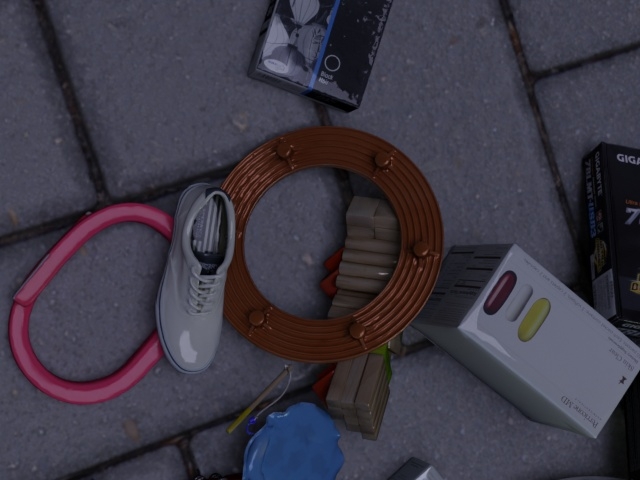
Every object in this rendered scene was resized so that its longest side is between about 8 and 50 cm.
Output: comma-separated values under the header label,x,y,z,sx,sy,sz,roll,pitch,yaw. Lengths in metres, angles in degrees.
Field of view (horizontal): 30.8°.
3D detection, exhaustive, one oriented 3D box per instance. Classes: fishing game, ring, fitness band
label,x,y,z,sx,sy,sz,roll,pitch,yaw
fishing game,-0.043,0.315,1.602,0.189,0.041,0.264,-48,123,-30
ring,0.000,0.000,1.591,0.337,0.032,0.336,-2,75,8
fitness band,-0.289,0.084,1.573,0.209,0.054,0.291,43,78,-14

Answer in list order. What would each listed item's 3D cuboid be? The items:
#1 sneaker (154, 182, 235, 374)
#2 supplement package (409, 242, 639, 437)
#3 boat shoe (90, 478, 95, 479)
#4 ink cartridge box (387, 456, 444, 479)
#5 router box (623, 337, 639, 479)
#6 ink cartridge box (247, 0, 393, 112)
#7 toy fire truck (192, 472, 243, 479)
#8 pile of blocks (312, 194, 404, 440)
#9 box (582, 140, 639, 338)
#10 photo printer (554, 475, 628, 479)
label,x,y,z,sx,sy,sz,roll,pitch,yaw
sneaker,-0.165,0.050,1.538,0.094,0.091,0.258,2,89,-20
supplement package,0.288,0.139,1.662,0.262,0.204,0.145,38,79,-13
boat shoe,-0.275,0.445,1.536,0.089,0.109,0.258,-24,93,-13
ink cartridge box,0.120,0.420,1.671,0.175,0.072,0.127,-40,100,-15
router box,0.584,0.259,1.764,0.243,0.081,0.308,11,65,-16
ink cartridge box,0.023,-0.366,1.673,0.165,0.065,0.332,18,82,-15
toy fire truck,-0.142,0.392,1.606,0.192,0.047,0.135,-4,90,-18
pile of blocks,0.055,0.094,1.655,0.113,0.149,0.362,8,77,15
box,0.549,0.014,1.768,0.296,0.073,0.293,10,66,-17
photo printer,0.401,0.508,1.735,0.256,0.107,0.307,1,88,-17
